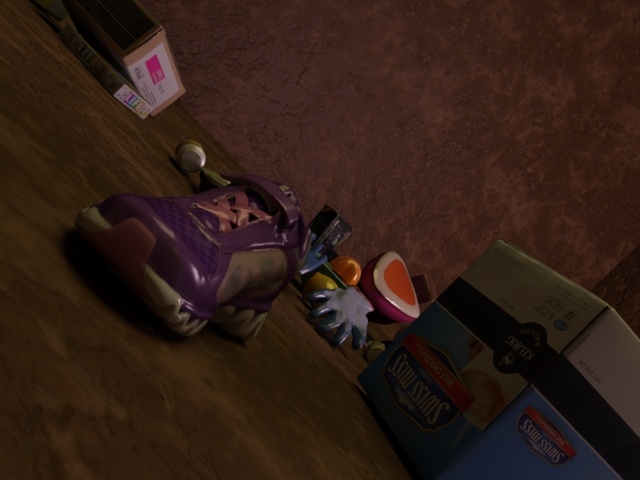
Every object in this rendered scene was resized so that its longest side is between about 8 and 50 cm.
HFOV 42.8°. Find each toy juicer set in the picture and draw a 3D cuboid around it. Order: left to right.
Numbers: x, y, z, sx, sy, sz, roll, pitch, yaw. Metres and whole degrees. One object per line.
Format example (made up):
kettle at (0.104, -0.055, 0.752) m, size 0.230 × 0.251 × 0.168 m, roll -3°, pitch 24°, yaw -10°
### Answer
toy juicer set at (0.030, 0.072, 1.211) m, size 0.329 × 0.089 × 0.209 m, roll 46°, pitch 2°, yaw -17°

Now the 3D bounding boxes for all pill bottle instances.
pill bottle at (-0.191, -0.122, 1.198) m, size 0.043 × 0.043 × 0.083 m, roll 45°, pitch 2°, yaw -17°

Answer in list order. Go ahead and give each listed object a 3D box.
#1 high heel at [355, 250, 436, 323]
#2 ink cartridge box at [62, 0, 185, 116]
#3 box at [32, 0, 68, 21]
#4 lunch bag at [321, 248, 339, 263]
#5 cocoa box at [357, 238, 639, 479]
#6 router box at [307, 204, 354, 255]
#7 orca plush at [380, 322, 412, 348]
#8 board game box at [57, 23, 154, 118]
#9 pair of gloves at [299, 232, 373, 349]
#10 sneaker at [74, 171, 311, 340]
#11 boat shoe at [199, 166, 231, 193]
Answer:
high heel at (0.090, 0.110, 1.483) m, size 0.377 × 0.181 × 0.127 m, roll 25°, pitch 49°, yaw -68°
ink cartridge box at (-0.341, -0.346, 1.410) m, size 0.193 × 0.088 × 0.234 m, roll 47°, pitch -11°, yaw 12°
box at (-0.468, -0.458, 1.362) m, size 0.043 × 0.105 × 0.179 m, roll 38°, pitch -2°, yaw 26°
lunch bag at (0.015, 0.063, 1.460) m, size 0.067 × 0.065 × 0.098 m, roll 61°, pitch -3°, yaw -13°
cocoa box at (0.252, 0.215, 0.853) m, size 0.347 × 0.228 × 0.231 m, roll 45°, pitch 1°, yaw -21°
router box at (0.000, 0.000, 1.582) m, size 0.038 × 0.122 × 0.092 m, roll 40°, pitch -1°, yaw 29°
orca plush at (0.193, 0.219, 1.542) m, size 0.287 × 0.151 × 0.102 m, roll 112°, pitch -38°, yaw -72°
board game box at (-0.341, -0.268, 1.303) m, size 0.154 × 0.026 × 0.103 m, roll 46°, pitch 1°, yaw 18°
pair of gloves at (-0.005, 0.052, 1.054) m, size 0.198 × 0.023 × 0.159 m, roll 49°, pitch 21°, yaw 2°
sneaker at (-0.063, -0.002, 0.517) m, size 0.095 × 0.104 × 0.236 m, roll 48°, pitch 3°, yaw 13°
boat shoe at (-0.149, -0.073, 1.140) m, size 0.049 × 0.042 × 0.133 m, roll 24°, pitch 9°, yaw -18°
